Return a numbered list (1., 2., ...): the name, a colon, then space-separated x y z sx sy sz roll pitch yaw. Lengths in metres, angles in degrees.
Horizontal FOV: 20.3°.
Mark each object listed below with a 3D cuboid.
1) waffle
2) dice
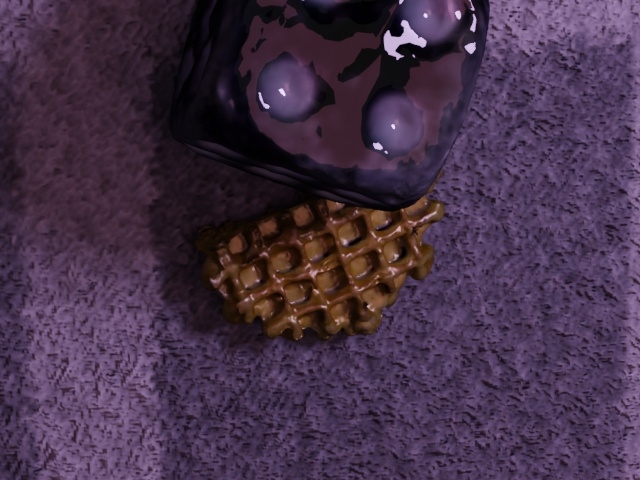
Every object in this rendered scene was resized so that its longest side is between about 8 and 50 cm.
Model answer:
1. waffle: 0.000 0.000 1.359 0.192 0.046 0.160 12 97 -23
2. dice: 0.004 -0.127 1.251 0.182 0.181 0.183 17 88 -12
